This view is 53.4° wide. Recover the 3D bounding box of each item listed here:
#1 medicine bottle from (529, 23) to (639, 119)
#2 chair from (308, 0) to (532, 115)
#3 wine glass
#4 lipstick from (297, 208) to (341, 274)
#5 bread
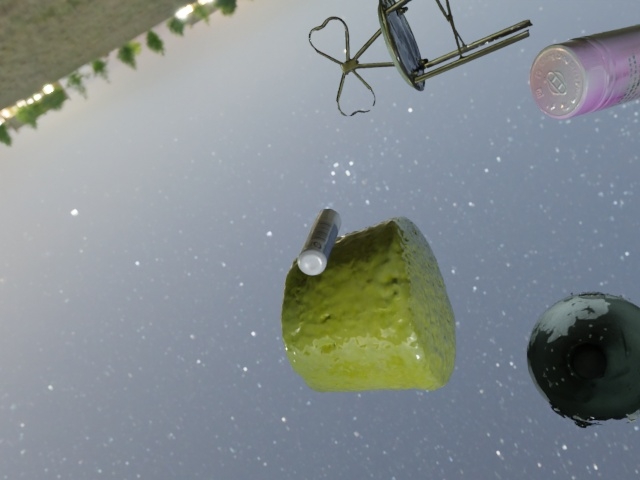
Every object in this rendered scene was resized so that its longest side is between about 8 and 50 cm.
[{"bbox_3d":[0.565,-0.341,1.280,0.254,0.152,0.152,-17,-163,-23],"label":"medicine bottle"},{"bbox_3d":[0.122,-0.285,0.910,0.325,0.160,0.170,-19,-162,27],"label":"chair"},{"bbox_3d":[0.419,0.186,0.984,0.190,0.190,0.357,-24,162,14],"label":"wine glass"},{"bbox_3d":[0.000,0.000,0.872,0.040,0.040,0.141,-22,-161,19],"label":"lipstick"},{"bbox_3d":[0.097,0.137,1.267,0.307,0.348,0.348,-13,-152,22],"label":"bread"}]
